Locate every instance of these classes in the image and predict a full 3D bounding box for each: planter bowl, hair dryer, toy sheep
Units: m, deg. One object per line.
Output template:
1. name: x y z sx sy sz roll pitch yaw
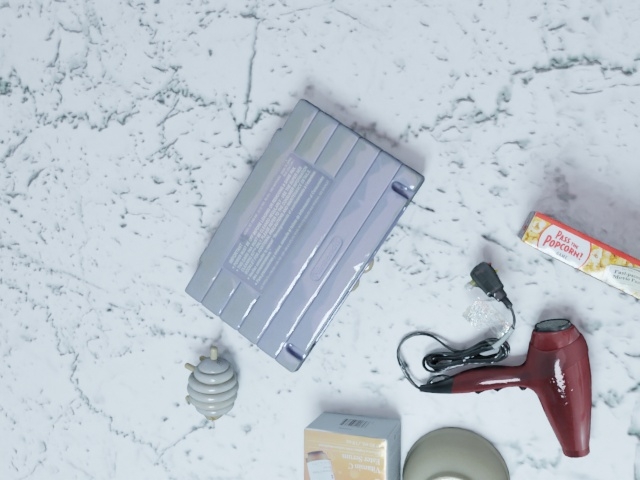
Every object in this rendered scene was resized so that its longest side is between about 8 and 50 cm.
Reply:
1. planter bowl: 0.191 0.365 0.935 0.161 0.109 0.162 1 92 14
2. hair dryer: 0.277 0.189 0.937 0.293 0.080 0.224 43 118 15
3. toy sheep: -0.173 0.229 1.039 0.091 0.091 0.132 6 112 15

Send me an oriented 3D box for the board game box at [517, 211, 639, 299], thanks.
1. board game box: 0.359 0.023 0.855 0.193 0.146 0.045 27 99 12

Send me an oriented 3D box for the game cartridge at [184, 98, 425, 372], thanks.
1. game cartridge: -0.033 -0.008 0.992 0.230 0.068 0.355 36 101 15

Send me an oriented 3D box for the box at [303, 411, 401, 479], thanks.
1. box: 0.049 0.358 0.976 0.129 0.091 0.171 0 92 20

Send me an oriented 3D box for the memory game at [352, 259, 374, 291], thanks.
1. memory game: 0.000 0.000 1.019 0.186 0.012 0.186 1 93 15
